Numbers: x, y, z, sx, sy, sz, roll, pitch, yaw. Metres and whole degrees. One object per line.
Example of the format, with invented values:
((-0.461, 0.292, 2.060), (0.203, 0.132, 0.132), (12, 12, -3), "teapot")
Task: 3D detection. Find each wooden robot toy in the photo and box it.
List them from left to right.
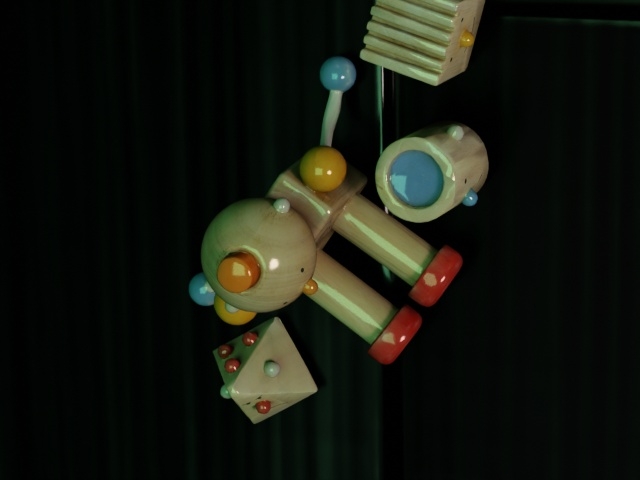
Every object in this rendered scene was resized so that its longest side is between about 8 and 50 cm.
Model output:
((0.000, 0.000, 0.612), (0.076, 0.079, 0.173), (37, 115, 11), "wooden robot toy")
